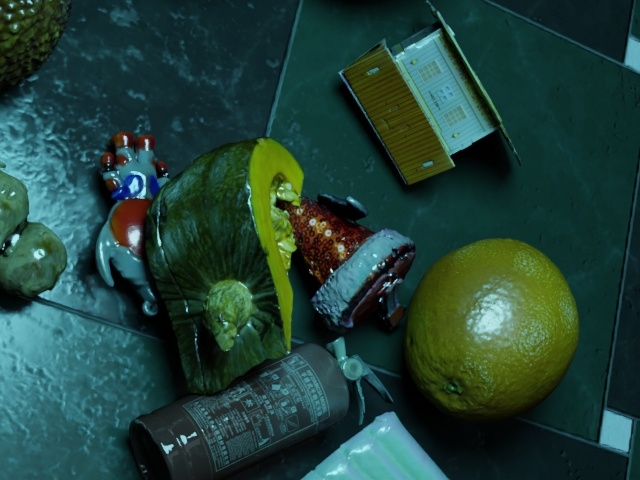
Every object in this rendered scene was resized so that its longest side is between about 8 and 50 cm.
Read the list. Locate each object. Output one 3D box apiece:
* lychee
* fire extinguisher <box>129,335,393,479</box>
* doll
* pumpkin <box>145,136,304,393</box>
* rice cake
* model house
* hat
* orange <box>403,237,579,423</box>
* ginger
[{"bbox_3d":[-0.328,-0.237,1.248,0.194,0.194,0.194,7,74,-24],"label":"lychee"},{"bbox_3d":[-0.053,0.176,1.319,0.269,0.105,0.105,-22,87,-29],"label":"fire extinguisher"},{"bbox_3d":[-0.184,-0.017,1.327,0.104,0.062,0.195,16,60,-55],"label":"doll"},{"bbox_3d":[-0.098,0.010,1.270,0.126,0.131,0.248,48,34,-50],"label":"pumpkin"},{"bbox_3d":[0.070,0.299,1.359,0.189,0.037,0.198,-39,101,-17],"label":"rice cake"},{"bbox_3d":[0.126,-0.145,1.487,0.136,0.207,0.219,-29,102,7],"label":"model house"},{"bbox_3d":[0.002,-0.002,1.397,0.227,0.140,0.129,42,100,12],"label":"hat"},{"bbox_3d":[0.181,0.099,1.399,0.206,0.206,0.206,7,74,-24],"label":"orange"},{"bbox_3d":[-0.324,-0.031,1.244,0.080,0.104,0.204,-37,98,16],"label":"ginger"}]
